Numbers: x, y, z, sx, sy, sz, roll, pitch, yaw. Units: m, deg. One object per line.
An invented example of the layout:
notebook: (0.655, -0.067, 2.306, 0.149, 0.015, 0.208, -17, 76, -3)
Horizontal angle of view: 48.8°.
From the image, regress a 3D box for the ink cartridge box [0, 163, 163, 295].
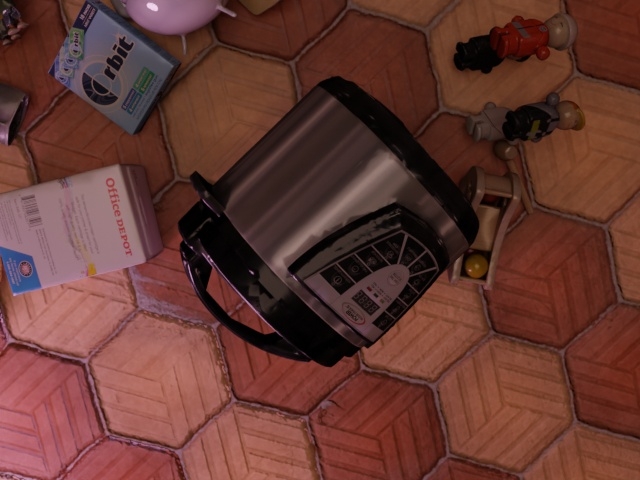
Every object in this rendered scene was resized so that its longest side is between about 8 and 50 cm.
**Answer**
ink cartridge box: (-0.416, -0.026, 1.228, 0.232, 0.168, 0.171, -13, 97, 0)

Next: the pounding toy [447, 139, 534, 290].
pounding toy: (0.323, -0.045, 1.251, 0.154, 0.154, 0.270, 10, 96, -2)

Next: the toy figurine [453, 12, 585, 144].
toy figurine: (0.343, -0.270, 1.203, 0.148, 0.213, 0.210, -14, 97, -14)

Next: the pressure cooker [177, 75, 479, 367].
pressure cooker: (-0.001, -0.001, 1.149, 0.420, 0.375, 0.370, -43, 79, 3)

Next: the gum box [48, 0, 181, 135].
gum box: (-0.363, -0.304, 1.241, 0.184, 0.041, 0.157, 38, 114, -4)

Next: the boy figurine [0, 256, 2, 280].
boy figurine: (-0.663, 0.060, 1.272, 0.177, 0.092, 0.285, -13, 92, 0)

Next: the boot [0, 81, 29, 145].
boot: (-0.650, -0.225, 1.257, 0.208, 0.076, 0.190, 26, 111, -17)

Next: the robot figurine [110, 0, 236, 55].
robot figurine: (-0.274, -0.494, 1.168, 0.299, 0.199, 0.354, -26, 97, 42)

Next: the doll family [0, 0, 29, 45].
doll family: (-0.602, -0.383, 1.236, 0.193, 0.076, 0.111, -32, 100, 5)

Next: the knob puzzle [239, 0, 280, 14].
knob puzzle: (-0.104, -0.493, 1.221, 0.213, 0.030, 0.213, 15, 118, 31)
